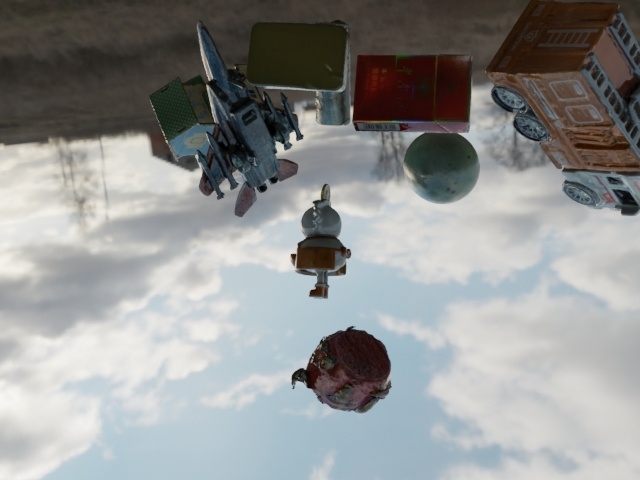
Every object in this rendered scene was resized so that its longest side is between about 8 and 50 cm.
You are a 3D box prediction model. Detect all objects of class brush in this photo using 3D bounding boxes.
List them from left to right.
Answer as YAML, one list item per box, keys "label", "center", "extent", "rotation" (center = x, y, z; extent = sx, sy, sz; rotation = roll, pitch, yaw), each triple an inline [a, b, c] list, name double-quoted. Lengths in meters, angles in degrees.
- label: "brush"
  center: [-0.040, -0.352, 1.484]
  extent: [0.197, 0.123, 0.059]
  rotation: [7, -174, 17]

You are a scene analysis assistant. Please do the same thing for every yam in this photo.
- label: "yam"
  center: [0.028, -0.393, 1.811]
  extent: [0.093, 0.259, 0.093]
  rotation: [-1, -146, 1]

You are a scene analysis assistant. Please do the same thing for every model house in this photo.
- label: "model house"
  center: [-0.276, -0.279, 1.721]
  extent: [0.206, 0.178, 0.271]
  rotation: [-10, 156, -37]

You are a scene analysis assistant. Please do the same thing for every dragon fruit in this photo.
- label: "dragon fruit"
  center: [0.074, 0.312, 1.863]
  extent: [0.282, 0.211, 0.147]
  rotation: [3, 150, -38]

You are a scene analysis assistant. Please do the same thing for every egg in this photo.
- label: "egg"
  center: [0.277, -0.171, 1.772]
  extent: [0.169, 0.169, 0.236]
  rotation: [-7, -165, -8]

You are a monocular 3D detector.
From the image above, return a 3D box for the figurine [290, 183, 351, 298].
- label: "figurine"
  center: [0.009, 0.003, 1.817]
  extent: [0.143, 0.271, 0.143]
  rotation: [17, 175, 1]

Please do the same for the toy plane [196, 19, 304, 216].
- label: "toy plane"
  center: [-0.128, -0.197, 1.221]
  extent: [0.223, 0.326, 0.104]
  rotation: [-40, -131, -24]

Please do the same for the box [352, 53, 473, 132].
- label: "box"
  center: [0.139, -0.220, 1.155]
  extent: [0.175, 0.112, 0.048]
  rotation: [2, 167, 11]

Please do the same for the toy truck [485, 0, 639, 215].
- label: "toy truck"
  center: [0.455, -0.202, 1.241]
  extent: [0.387, 0.173, 0.207]
  rotation: [41, 167, -34]
